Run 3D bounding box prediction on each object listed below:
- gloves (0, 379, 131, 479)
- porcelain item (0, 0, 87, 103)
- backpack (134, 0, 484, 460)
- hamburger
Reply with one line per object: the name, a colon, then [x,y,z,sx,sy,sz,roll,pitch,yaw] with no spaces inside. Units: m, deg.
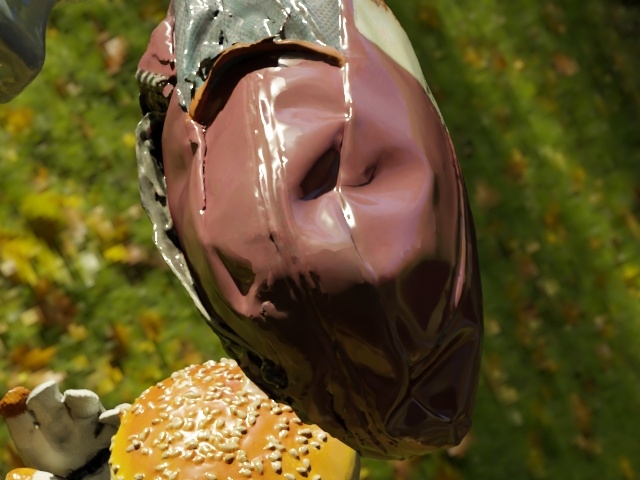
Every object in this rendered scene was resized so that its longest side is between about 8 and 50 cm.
gloves: [-0.230,0.219,1.963,0.219,0.140,0.131,39,0,-7]
porcelain item: [-0.200,-0.311,1.419,0.242,0.178,0.405,47,57,-35]
backpack: [0.000,0.000,1.252,0.317,0.197,0.283,-98,162,-45]
hamburger: [-0.074,0.205,1.694,0.147,0.237,0.236,84,-6,-57]
